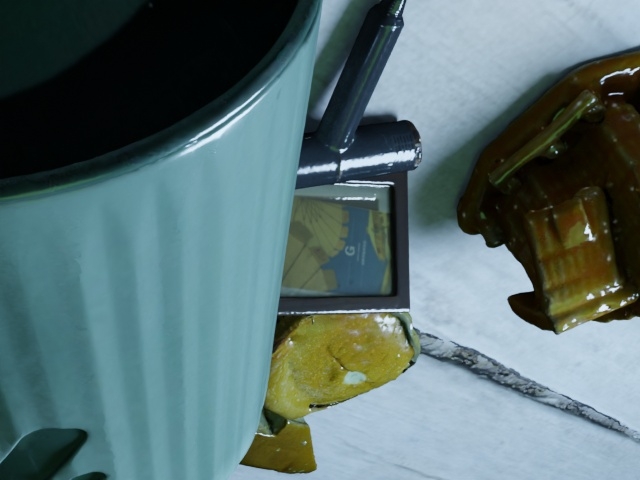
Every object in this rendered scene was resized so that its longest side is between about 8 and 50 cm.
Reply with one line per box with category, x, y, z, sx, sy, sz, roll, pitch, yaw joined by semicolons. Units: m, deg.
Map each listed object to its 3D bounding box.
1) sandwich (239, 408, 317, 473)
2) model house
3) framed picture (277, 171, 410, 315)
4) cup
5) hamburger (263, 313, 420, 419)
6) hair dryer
sandwich;-0.082;0.168;1.174;0.244;0.090;0.088;19;130;-39
model house;0.267;-0.018;1.030;0.199;0.229;0.219;-18;142;-17
framed picture;0.000;0.000;0.996;0.169;0.127;0.023;1;177;-28
cup;-0.190;-0.049;0.683;0.310;0.401;0.392;-34;148;-28
hamburger;0.003;0.078;1.105;0.177;0.113;0.185;9;123;-28
hair dryer;0.012;-0.122;0.909;0.173;0.050;0.194;-13;137;-26
